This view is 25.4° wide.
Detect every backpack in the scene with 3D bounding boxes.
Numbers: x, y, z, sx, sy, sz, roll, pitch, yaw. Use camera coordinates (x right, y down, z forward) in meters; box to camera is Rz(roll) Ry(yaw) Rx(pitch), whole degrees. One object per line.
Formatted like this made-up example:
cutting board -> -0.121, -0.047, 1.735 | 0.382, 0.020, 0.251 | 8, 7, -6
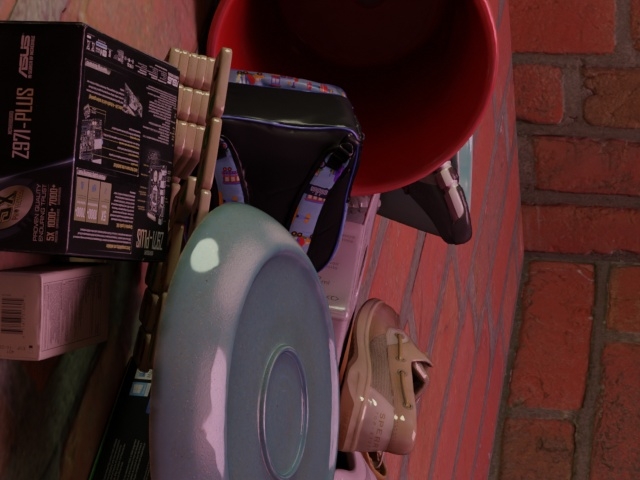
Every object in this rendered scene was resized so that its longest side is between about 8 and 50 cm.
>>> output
backpack -> -0.048, -0.051, 1.286 | 0.117, 0.158, 0.173 | -97, -166, -56

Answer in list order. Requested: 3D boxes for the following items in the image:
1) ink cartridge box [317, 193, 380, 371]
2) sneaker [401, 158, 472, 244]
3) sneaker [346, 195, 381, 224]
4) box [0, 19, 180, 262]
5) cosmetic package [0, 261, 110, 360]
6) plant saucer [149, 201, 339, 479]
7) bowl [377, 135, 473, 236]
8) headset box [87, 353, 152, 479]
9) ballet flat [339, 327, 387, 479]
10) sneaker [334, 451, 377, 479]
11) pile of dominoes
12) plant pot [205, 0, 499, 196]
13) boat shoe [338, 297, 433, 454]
ink cartridge box -> 0.002, 0.087, 1.529 | 0.261, 0.066, 0.296 | -76, 177, -47
sneaker -> 0.054, -0.101, 1.601 | 0.106, 0.163, 0.281 | 38, 27, -82
sneaker -> 0.000, 0.000, 1.643 | 0.229, 0.086, 0.132 | 3, 98, -69
box -> -0.165, -0.061, 0.966 | 0.180, 0.078, 0.147 | 8, 86, -76
cosmetic package -> -0.187, 0.047, 0.981 | 0.115, 0.041, 0.060 | -5, 98, -75
plant saucer -> -0.042, 0.129, 1.061 | 0.317, 0.044, 0.317 | 0, 90, -71
bowl -> 0.107, -0.152, 1.794 | 0.311, 0.163, 0.311 | 2, 90, -82
headset box -> -0.097, 0.276, 1.199 | 0.283, 0.131, 0.246 | 75, 23, -51
ballet flat -> 0.060, 0.220, 1.903 | 0.080, 0.073, 0.232 | -55, 145, -64
sneaker -> -0.020, 0.330, 1.587 | 0.330, 0.122, 0.146 | -53, 126, -63
pile of dominoes -> -0.126, -0.023, 1.114 | 0.196, 0.040, 0.251 | 138, -37, -65
plant pot -> 0.038, -0.215, 1.401 | 0.243, 0.275, 0.274 | -80, 167, -61
boat shoe -> 0.074, 0.156, 1.602 | 0.302, 0.098, 0.109 | -71, 173, -71
